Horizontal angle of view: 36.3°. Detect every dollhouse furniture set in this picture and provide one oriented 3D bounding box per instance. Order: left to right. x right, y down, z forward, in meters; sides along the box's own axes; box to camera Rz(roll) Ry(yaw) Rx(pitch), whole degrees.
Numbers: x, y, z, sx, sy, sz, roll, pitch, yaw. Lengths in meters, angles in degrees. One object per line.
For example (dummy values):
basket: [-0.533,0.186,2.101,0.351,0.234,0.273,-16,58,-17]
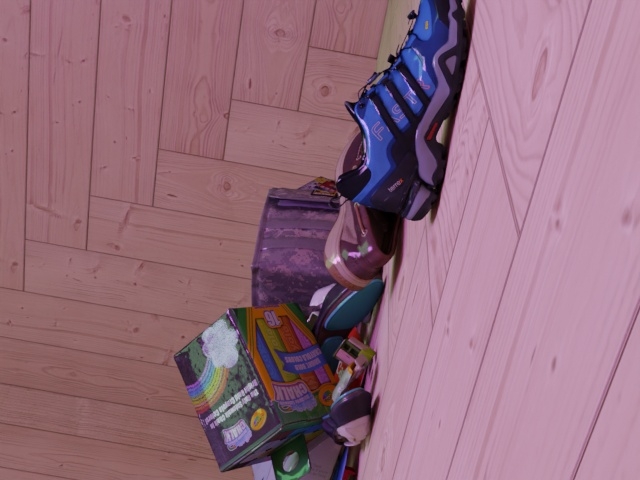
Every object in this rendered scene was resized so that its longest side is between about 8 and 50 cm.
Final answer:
dollhouse furniture set: [0.041,0.201,1.591,0.076,0.059,0.152,-56,-9,14]

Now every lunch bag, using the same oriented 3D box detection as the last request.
lunch bag: [0.000,0.000,1.891,0.169,0.235,0.287,93,-177,-45]

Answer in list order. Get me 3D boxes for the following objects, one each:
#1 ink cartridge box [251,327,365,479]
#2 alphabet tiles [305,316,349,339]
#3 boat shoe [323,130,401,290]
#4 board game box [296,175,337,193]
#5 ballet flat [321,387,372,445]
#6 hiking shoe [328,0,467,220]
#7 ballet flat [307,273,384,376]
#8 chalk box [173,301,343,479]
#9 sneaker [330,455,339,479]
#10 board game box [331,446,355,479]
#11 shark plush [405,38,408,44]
ink cartridge box: [-0.026,0.338,1.875,0.308,0.091,0.384,-122,49,-75]
alphabet tiles: [-0.021,0.102,2.099,0.342,0.011,0.285,39,-138,-49]
boat shoe: [0.095,-0.076,1.587,0.123,0.123,0.342,-38,25,40]
board game box: [0.047,-0.064,2.107,0.194,0.194,0.060,-35,-36,-64]
ballet flat: [0.048,0.280,1.509,0.203,0.074,0.074,114,167,-67]
hiking shoe: [0.099,-0.180,1.195,0.113,0.132,0.304,127,153,-87]
ballet flat: [0.016,0.143,1.741,0.096,0.095,0.280,52,127,36]
chalk box: [-0.088,0.274,1.666,0.180,0.179,0.289,-40,66,34]
sneaker: [0.004,0.450,1.978,0.175,0.067,0.064,-36,-46,-89]
board game box: [0.036,0.418,1.610,0.133,0.033,0.168,-74,1,-49]
shark plush: [0.155,-0.296,1.524,0.067,0.073,0.161,4,-88,-61]
